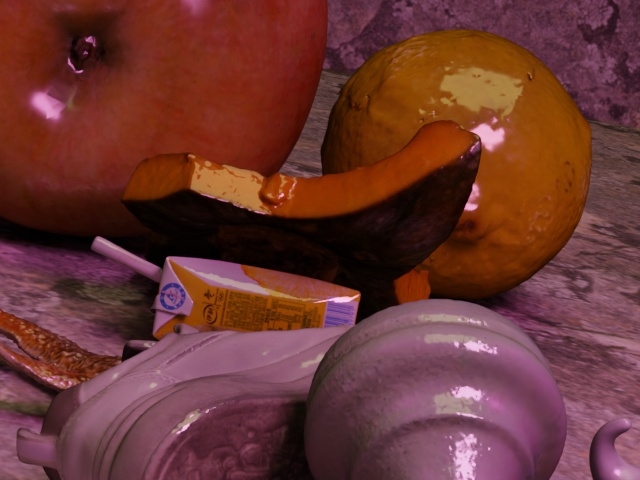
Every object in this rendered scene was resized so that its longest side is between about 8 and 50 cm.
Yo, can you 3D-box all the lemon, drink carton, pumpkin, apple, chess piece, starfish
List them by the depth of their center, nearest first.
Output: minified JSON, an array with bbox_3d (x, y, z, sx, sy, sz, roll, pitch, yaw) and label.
[{"bbox_3d":[0.067,0.159,0.871,0.139,0.139,0.272,9,35,-11],"label":"chess piece"},{"bbox_3d":[-0.106,0.093,1.206,0.247,0.050,0.138,16,11,-13],"label":"starfish"},{"bbox_3d":[-0.075,0.050,1.334,0.200,0.075,0.084,10,-4,-4],"label":"drink carton"},{"bbox_3d":[-0.020,-0.009,1.393,0.258,0.095,0.290,10,-24,4],"label":"pumpkin"},{"bbox_3d":[-0.188,-0.182,1.589,0.391,0.392,0.346,10,20,-5],"label":"apple"},{"bbox_3d":[0.123,-0.070,1.664,0.260,0.261,0.284,15,12,16],"label":"lemon"}]

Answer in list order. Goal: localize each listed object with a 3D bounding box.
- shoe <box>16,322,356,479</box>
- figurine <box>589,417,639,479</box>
[{"bbox_3d":[-0.048,0.103,1.057,0.159,0.124,0.316,12,11,33],"label":"shoe"},{"bbox_3d":[0.196,0.164,0.991,0.192,0.147,0.126,-8,33,-2],"label":"figurine"}]
